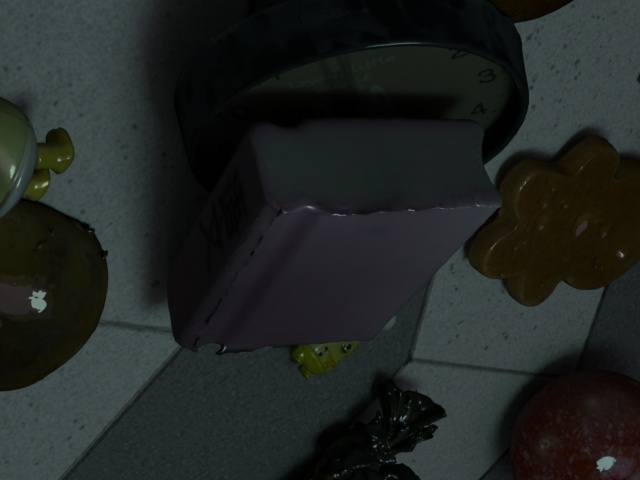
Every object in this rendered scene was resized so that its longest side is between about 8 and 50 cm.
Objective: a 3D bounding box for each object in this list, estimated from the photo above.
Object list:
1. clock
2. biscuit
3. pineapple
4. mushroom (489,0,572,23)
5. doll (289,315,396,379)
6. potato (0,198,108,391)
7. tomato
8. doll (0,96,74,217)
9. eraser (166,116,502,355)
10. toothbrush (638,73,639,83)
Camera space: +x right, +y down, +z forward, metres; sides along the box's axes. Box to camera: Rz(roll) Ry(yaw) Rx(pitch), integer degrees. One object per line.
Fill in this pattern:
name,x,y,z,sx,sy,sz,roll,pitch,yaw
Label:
clock,0.036,-0.139,1.478,0.386,0.076,0.386,-9,156,-4
biscuit,0.366,-0.028,1.990,0.355,0.052,0.275,-2,123,-39
pineapple,0.060,0.346,1.976,0.310,0.170,0.141,-53,166,3
mushroom,0.213,-0.415,1.461,0.345,0.260,0.345,-54,163,-25
doll,0.033,0.118,1.837,0.162,0.062,0.106,-37,142,-10
potato,-0.349,0.080,1.477,0.299,0.116,0.239,16,116,-43
tomato,0.423,0.323,2.184,0.270,0.227,0.270,-31,156,-16
doll,-0.381,-0.101,1.311,0.296,0.117,0.141,23,138,-35
eraser,0.000,0.000,1.535,0.272,0.122,0.359,-4,156,-23
toothbrush,0.522,-0.334,1.893,0.025,0.020,0.286,18,111,-38
